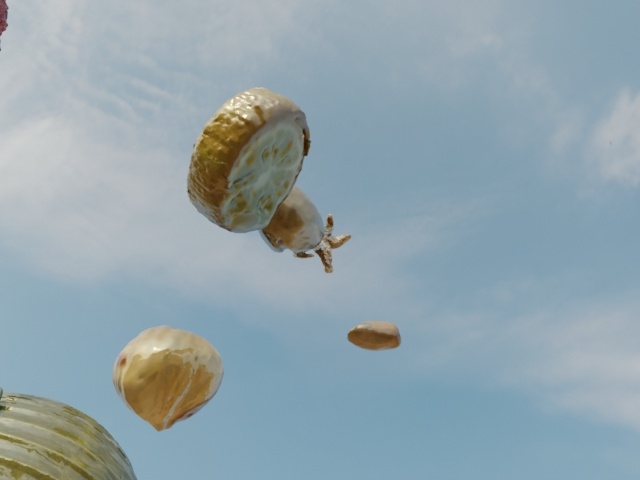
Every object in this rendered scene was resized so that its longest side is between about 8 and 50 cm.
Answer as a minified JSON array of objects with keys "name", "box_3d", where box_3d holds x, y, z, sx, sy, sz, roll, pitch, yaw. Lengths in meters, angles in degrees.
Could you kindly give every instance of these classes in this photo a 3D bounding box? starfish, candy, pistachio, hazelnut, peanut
[{"name":"starfish","box_3d":[0.001,0.008,1.424,0.150,0.210,0.053,-12,-50,-6]},{"name":"candy","box_3d":[-0.120,-0.136,1.032,0.118,0.260,0.260,30,-59,17]},{"name":"pistachio","box_3d":[-0.064,-0.042,1.291,0.137,0.238,0.153,10,-103,17]},{"name":"hazelnut","box_3d":[-0.367,0.324,1.402,0.260,0.261,0.241,9,-103,6]},{"name":"peanut","box_3d":[0.132,0.233,1.454,0.152,0.076,0.076,10,-57,-25]}]

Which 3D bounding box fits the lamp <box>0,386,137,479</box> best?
[{"name":"lamp","box_3d":[-0.272,0.265,0.471,0.249,0.284,0.251,0,-62,-1]}]

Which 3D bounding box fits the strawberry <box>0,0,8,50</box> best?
[{"name":"strawberry","box_3d":[-0.382,-0.236,0.568,0.146,0.082,0.187,-24,-70,-8]}]
